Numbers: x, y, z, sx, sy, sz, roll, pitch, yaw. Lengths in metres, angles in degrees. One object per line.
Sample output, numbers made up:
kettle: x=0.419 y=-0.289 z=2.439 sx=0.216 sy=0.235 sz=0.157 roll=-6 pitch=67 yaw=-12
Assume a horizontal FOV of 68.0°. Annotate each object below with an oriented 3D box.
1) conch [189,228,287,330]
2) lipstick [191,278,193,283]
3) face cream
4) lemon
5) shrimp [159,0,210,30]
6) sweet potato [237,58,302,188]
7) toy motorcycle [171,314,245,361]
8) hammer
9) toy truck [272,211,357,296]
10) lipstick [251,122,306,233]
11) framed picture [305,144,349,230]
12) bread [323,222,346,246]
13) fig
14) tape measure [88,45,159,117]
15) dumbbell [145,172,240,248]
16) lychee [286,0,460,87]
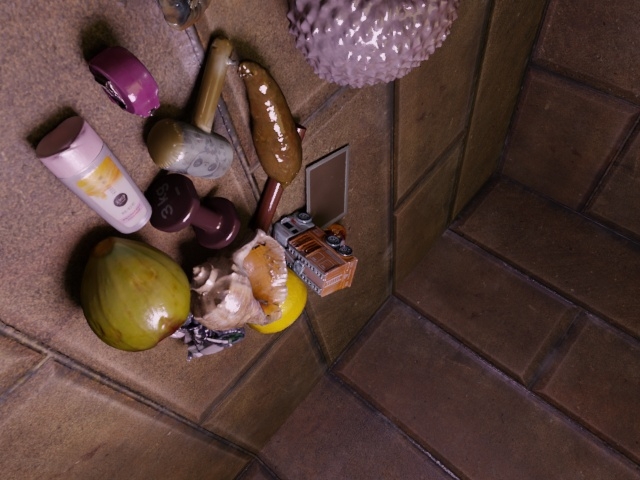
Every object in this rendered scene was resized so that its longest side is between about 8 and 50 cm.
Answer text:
conch: x=-0.231 y=0.112 z=1.320 sx=0.296 sy=0.210 sz=0.352 roll=-63 pitch=158 yaw=-12
lipstick: x=-0.327 y=0.182 z=1.486 sx=0.070 sy=0.070 sz=0.254 roll=-46 pitch=153 yaw=-19
face cream: x=-0.433 y=-0.115 z=0.934 sx=0.107 sy=0.073 sz=0.269 roll=-55 pitch=155 yaw=-21
lemon: x=-0.177 y=0.191 z=1.556 sx=0.219 sy=0.241 sz=0.240 roll=-53 pitch=156 yaw=-23
shrimp: x=-0.225 y=-0.444 z=0.824 sx=0.150 sy=0.051 sz=0.217 roll=-47 pitch=-172 yaw=2
sweet potato: x=-0.123 y=-0.293 z=1.199 sx=0.130 sy=0.131 sz=0.422 roll=-45 pitch=150 yaw=-21
toy motorcycle: x=-0.382 y=0.272 z=1.410 sx=0.188 sy=0.143 sz=0.327 roll=-25 pitch=147 yaw=24
hammer: x=-0.248 y=-0.288 z=1.033 sx=0.202 sy=0.113 sz=0.305 roll=1 pitch=112 yaw=-64
toy truck: x=-0.037 y=0.042 z=1.562 sx=0.162 sy=0.305 sz=0.136 roll=-24 pitch=140 yaw=-37
lipstick: x=-0.128 y=-0.176 z=1.414 sx=0.057 sy=0.057 sz=0.356 roll=-14 pitch=134 yaw=-55
framed picture: x=0.023 y=-0.171 z=1.688 sx=0.232 sy=0.019 sz=0.295 roll=-34 pitch=139 yaw=-38
bread: x=0.004 y=-0.008 z=1.829 sx=0.269 sy=0.095 sz=0.139 roll=-3 pitch=112 yaw=-42
fig: x=-0.423 y=0.111 z=1.072 sx=0.239 sy=0.240 sz=0.270 roll=-37 pitch=121 yaw=-34
tape measure: x=-0.344 y=-0.276 z=0.841 sx=0.074 sy=0.118 sz=0.125 roll=-50 pitch=151 yaw=-16
dumbbell: x=-0.302 y=-0.065 z=1.148 sx=0.124 sy=0.140 sz=0.225 roll=-29 pitch=157 yaw=13
lychee: x=0.106 y=-0.531 z=1.051 sx=0.380 sy=0.380 sz=0.432 roll=-48 pitch=173 yaw=-15
